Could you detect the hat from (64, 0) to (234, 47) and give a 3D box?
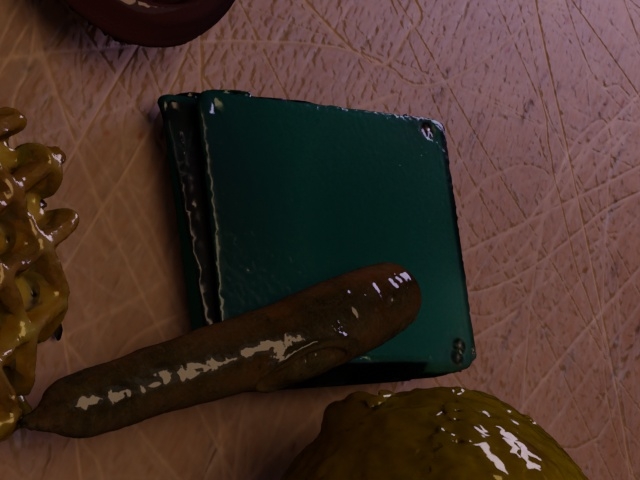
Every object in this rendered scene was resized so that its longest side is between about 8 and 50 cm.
[{"bbox_3d":[-0.150,-0.242,1.105,0.205,0.089,0.205,11,70,-32],"label":"hat"}]

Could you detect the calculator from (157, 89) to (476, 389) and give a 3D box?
[{"bbox_3d":[0.000,0.000,1.156,0.274,0.058,0.248,0,75,-35],"label":"calculator"}]

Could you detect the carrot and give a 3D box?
[{"bbox_3d":[-0.058,0.084,1.012,0.342,0.070,0.070,-18,86,-36],"label":"carrot"}]

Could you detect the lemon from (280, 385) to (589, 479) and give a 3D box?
[{"bbox_3d":[0.091,0.256,1.007,0.268,0.268,0.321,-17,89,-42],"label":"lemon"}]

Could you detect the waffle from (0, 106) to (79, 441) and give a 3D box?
[{"bbox_3d":[-0.271,0.026,0.888,0.329,0.062,0.329,17,68,-49],"label":"waffle"}]
